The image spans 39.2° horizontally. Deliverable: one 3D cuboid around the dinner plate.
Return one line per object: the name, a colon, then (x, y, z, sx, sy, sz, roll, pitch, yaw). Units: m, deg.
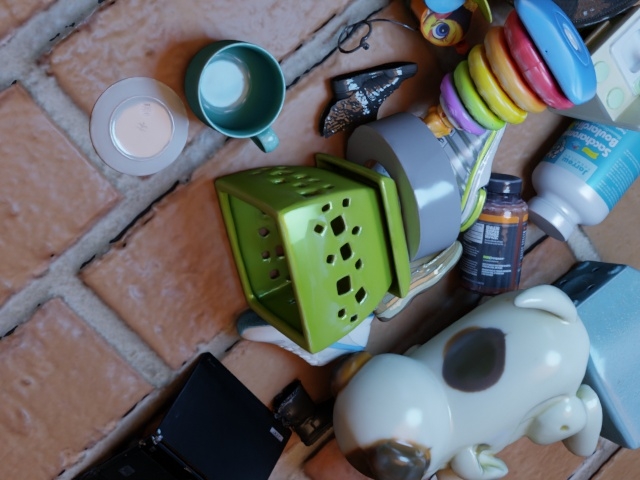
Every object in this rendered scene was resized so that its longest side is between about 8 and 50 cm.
dinner plate: (-0.253, -0.159, 1.272, 0.141, 0.017, 0.141, -7, 107, -24)

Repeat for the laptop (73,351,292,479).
laptop: (-0.216, 0.350, 1.448, 0.264, 0.136, 0.234, -32, 119, 16)

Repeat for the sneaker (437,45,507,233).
sneaker: (0.217, -0.164, 1.443, 0.121, 0.111, 0.300, 8, 97, -18)

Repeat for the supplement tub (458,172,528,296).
supplement tub: (0.295, -0.012, 1.524, 0.106, 0.106, 0.198, -3, 107, -25)

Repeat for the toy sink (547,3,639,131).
toy sink: (0.463, -0.286, 1.445, 0.153, 0.234, 0.131, -45, 119, -6)

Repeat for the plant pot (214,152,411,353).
plant pot: (0.000, 0.000, 1.326, 0.207, 0.227, 0.228, -22, 115, -23)

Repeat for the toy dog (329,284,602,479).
toy dog: (0.220, 0.257, 1.430, 0.408, 0.284, 0.395, -19, 154, -12)

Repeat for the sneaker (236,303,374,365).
sneaker: (-0.024, 0.153, 1.436, 0.229, 0.087, 0.092, 2, 108, -23)

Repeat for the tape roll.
tape roll: (0.121, -0.078, 1.356, 0.072, 0.219, 0.219, -22, 114, -19)

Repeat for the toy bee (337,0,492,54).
toy bee: (0.189, -0.365, 1.342, 0.162, 0.298, 0.195, 32, 46, -37)

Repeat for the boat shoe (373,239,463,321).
boat shoe: (0.153, 0.051, 1.502, 0.190, 0.068, 0.072, -42, 107, -8)

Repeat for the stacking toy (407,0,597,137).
stacking toy: (0.241, -0.216, 1.332, 0.302, 0.166, 0.175, -31, 90, 29)

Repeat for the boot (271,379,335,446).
boot: (-0.016, 0.274, 1.502, 0.121, 0.045, 0.099, -43, 110, -15)

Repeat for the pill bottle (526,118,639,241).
pill bottle: (0.465, -0.127, 1.544, 0.146, 0.146, 0.264, 41, 86, -29)

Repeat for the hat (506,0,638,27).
hat: (0.383, -0.493, 1.335, 0.331, 0.134, 0.331, 0, 91, -1)

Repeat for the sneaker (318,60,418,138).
sneaker: (0.075, -0.218, 1.390, 0.170, 0.051, 0.089, -16, 112, -15)

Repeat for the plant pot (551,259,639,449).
plant pot: (0.523, 0.176, 1.620, 0.247, 0.248, 0.252, -35, 101, -11)

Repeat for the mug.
mug: (-0.126, -0.204, 1.271, 0.129, 0.097, 0.157, -5, 108, -24)
